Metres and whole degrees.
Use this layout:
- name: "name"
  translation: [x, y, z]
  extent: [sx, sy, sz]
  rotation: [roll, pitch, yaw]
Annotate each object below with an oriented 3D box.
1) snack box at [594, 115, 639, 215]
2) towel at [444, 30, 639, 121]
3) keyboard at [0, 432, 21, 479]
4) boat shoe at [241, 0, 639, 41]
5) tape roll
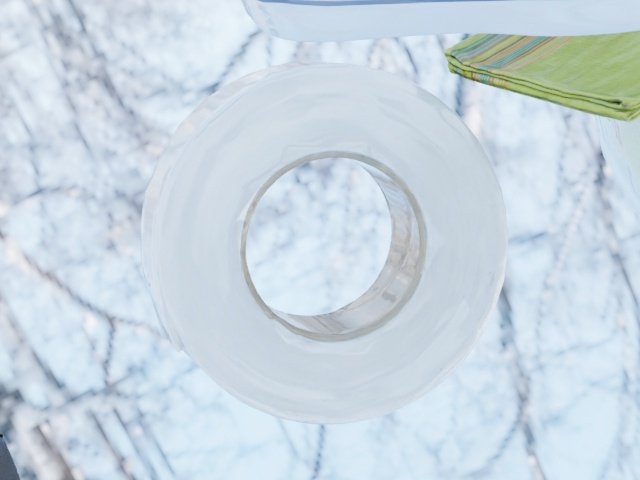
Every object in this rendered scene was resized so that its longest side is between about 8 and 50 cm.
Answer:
- name: "snack box"
  translation: [0.279, -0.095, 1.552]
  extent: [0.060, 0.322, 0.187]
  rotation: [-26, -122, 1]
- name: "towel"
  translation: [0.187, -0.136, 1.358]
  extent: [0.102, 0.021, 0.237]
  rotation: [-35, -154, -15]
- name: "keyboard"
  translation: [-0.257, 0.215, 1.232]
  extent: [0.038, 0.100, 0.192]
  rotation: [4, -145, 28]
- name: "boat shoe"
  translation: [0.083, -0.140, 0.782]
  extent: [0.258, 0.084, 0.095]
  rotation: [-8, -133, 10]
- name: "tape roll"
  translation: [0.000, 0.000, 1.503]
  extent: [0.286, 0.286, 0.100]
  rotation: [-28, -168, -8]
